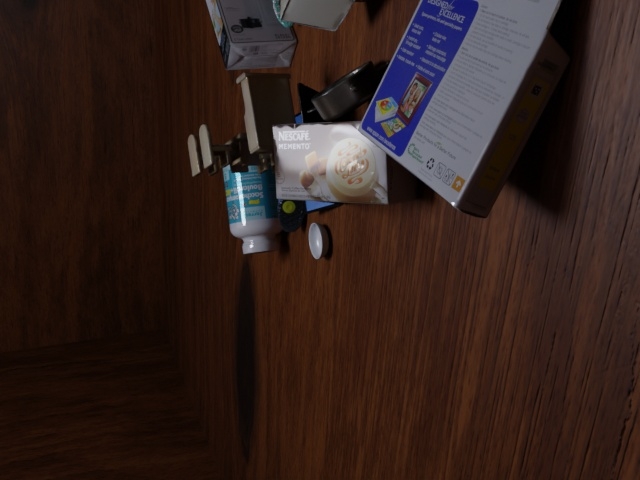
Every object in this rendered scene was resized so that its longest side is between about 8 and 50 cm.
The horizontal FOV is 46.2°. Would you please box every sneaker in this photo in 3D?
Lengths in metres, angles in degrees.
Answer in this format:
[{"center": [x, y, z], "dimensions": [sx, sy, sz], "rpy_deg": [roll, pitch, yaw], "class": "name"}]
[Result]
[{"center": [-0.085, -0.561, 1.752], "dimensions": [0.076, 0.065, 0.166], "rpy_deg": [93, 167, -70], "class": "sneaker"}, {"center": [-0.073, -0.127, 1.829], "dimensions": [0.082, 0.069, 0.209], "rpy_deg": [-101, 8, -75], "class": "sneaker"}]

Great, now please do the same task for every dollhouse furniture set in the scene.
[{"center": [-0.154, -0.247, 1.637], "dimensions": [0.242, 0.212, 0.160], "rpy_deg": [-18, 79, 58], "class": "dollhouse furniture set"}]

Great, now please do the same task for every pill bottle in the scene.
[{"center": [-0.173, -0.099, 1.971], "dimensions": [0.146, 0.146, 0.264], "rpy_deg": [166, 97, -69], "class": "pill bottle"}]

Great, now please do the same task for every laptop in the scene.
[{"center": [-0.036, -0.183, 1.587], "dimensions": [0.264, 0.137, 0.234], "rpy_deg": [-1, -98, -69], "class": "laptop"}]

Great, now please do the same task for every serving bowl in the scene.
[{"center": [0.000, 0.000, 1.712], "dimensions": [0.083, 0.027, 0.083], "rpy_deg": [174, 90, -69], "class": "serving bowl"}]

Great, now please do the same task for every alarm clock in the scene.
[{"center": [0.040, -0.264, 1.376], "dimensions": [0.192, 0.129, 0.064], "rpy_deg": [-11, 116, 52], "class": "alarm clock"}]

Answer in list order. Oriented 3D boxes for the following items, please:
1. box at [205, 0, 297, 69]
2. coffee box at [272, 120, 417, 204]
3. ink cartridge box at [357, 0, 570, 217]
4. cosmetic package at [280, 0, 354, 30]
[{"center": [-0.177, -0.553, 1.826], "dimensions": [0.087, 0.169, 0.289], "rpy_deg": [113, 143, -56], "class": "box"}, {"center": [0.040, -0.140, 1.319], "dimensions": [0.247, 0.098, 0.141], "rpy_deg": [6, 102, 38], "class": "coffee box"}, {"center": [0.197, -0.230, 1.029], "dimensions": [0.307, 0.072, 0.303], "rpy_deg": [-63, 31, 16], "class": "ink cartridge box"}, {"center": [0.004, -0.556, 1.339], "dimensions": [0.160, 0.113, 0.309], "rpy_deg": [138, 136, -65], "class": "cosmetic package"}]
